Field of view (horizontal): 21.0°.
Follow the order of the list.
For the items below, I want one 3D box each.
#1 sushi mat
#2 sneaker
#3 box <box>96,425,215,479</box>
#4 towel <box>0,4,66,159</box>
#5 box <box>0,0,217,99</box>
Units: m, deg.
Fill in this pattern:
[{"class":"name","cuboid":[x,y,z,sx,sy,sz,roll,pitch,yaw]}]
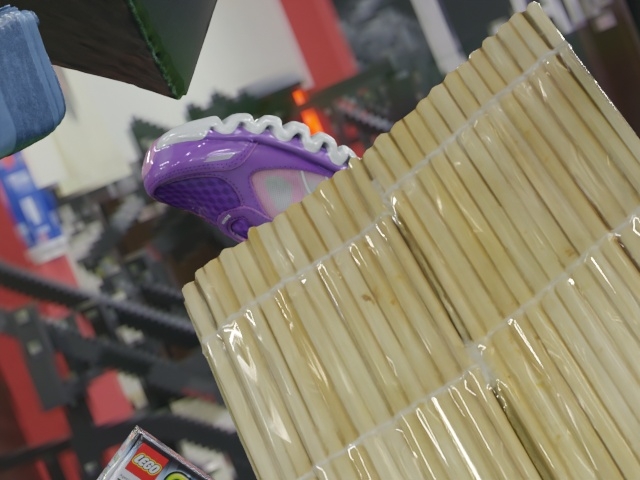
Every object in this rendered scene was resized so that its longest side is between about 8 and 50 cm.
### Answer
[{"class":"sushi mat","cuboid":[0.065,0.077,0.447,0.151,0.316,0.019,-37,-43,10]},{"class":"sneaker","cuboid":[0.000,0.000,1.072,0.236,0.104,0.095,19,-26,-19]},{"class":"box","cuboid":[-0.085,0.242,1.283,0.114,0.207,0.036,-55,9,-4]},{"class":"towel","cuboid":[-0.167,-0.064,0.805,0.029,0.067,0.119,-9,17,30]},{"class":"box","cuboid":[-0.286,-0.433,1.499,0.472,0.479,0.297,15,-13,8]}]
